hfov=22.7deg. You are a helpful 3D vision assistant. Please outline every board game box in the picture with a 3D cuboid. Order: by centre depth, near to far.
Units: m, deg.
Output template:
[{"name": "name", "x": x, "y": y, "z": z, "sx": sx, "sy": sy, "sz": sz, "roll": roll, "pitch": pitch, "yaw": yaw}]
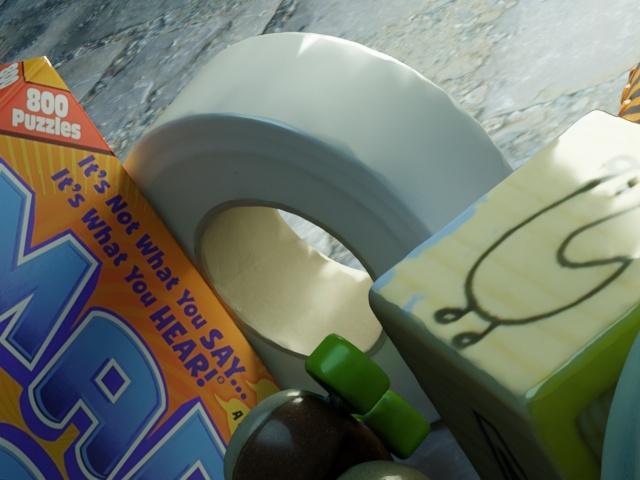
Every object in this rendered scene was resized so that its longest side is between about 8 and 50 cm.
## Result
[{"name": "board game box", "x": -0.298, "y": 0.144, "z": 1.106, "sx": 0.356, "sy": 0.356, "sz": 0.356, "roll": -8, "pitch": 35, "yaw": 43}]

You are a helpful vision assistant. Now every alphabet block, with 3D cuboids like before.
[{"name": "alphabet block", "x": 0.174, "y": 0.069, "z": 0.873, "sx": 0.192, "sy": 0.193, "sz": 0.197, "roll": -39, "pitch": 25, "yaw": -9}]

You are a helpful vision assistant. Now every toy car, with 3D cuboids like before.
[{"name": "toy car", "x": 0.037, "y": 0.178, "z": 0.961, "sx": 0.188, "sy": 0.149, "sz": 0.155, "roll": 34, "pitch": 80, "yaw": 36}]

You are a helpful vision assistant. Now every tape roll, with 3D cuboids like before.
[{"name": "tape roll", "x": 0.000, "y": 0.000, "z": 1.101, "sx": 0.286, "sy": 0.286, "sz": 0.100, "roll": -9, "pitch": 34, "yaw": 42}]

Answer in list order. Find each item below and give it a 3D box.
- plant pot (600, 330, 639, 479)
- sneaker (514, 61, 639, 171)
[{"name": "plant pot", "x": 0.241, "y": 0.108, "z": 0.664, "sx": 0.293, "sy": 0.293, "sz": 0.196, "roll": -40, "pitch": -2, "yaw": -14}, {"name": "sneaker", "x": 0.226, "y": -0.078, "z": 1.162, "sx": 0.180, "sy": 0.125, "sz": 0.321, "roll": -23, "pitch": 26, "yaw": 19}]
